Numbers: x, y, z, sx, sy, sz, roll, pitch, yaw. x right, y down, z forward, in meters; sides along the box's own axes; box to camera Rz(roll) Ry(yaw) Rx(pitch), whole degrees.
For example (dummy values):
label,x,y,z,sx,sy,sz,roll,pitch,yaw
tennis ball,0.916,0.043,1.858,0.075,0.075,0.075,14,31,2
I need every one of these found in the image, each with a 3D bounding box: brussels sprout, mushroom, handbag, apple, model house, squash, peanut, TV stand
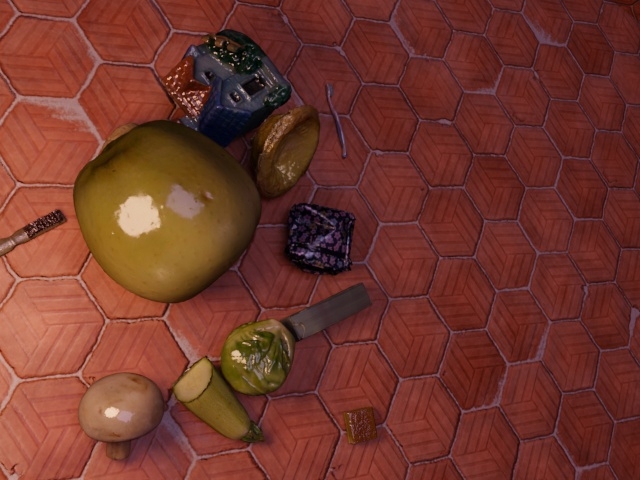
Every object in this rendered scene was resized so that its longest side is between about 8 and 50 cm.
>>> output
label,x,y,z,sx,sy,sz,roll,pitch,yaw
brussels sprout,-0.175,0.324,1.711,0.223,0.161,0.223,13,54,-18
mushroom,-0.494,0.445,1.539,0.207,0.207,0.215,1,107,-23
handbag,0.000,0.000,1.890,0.228,0.126,0.208,13,78,-20
apple,-0.388,-0.075,1.564,0.473,0.473,0.474,6,74,-22
model house,-0.317,-0.417,1.758,0.329,0.251,0.295,-39,93,-39
squash,-0.266,0.462,1.656,0.137,0.137,0.288,-41,97,-27
peanut,-0.504,-0.282,1.755,0.236,0.110,0.120,-29,76,-29
TV stand,0.018,0.217,1.861,0.269,0.088,0.083,-22,87,-27

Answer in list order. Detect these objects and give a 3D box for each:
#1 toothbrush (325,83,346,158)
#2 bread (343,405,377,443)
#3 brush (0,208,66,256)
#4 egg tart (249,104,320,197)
label,x,y,z,sx,sy,sz,roll,pitch,yaw
toothbrush,0.054,-0.403,2.079,0.027,0.021,0.269,-9,81,-20
bread,0.120,0.550,1.847,0.090,0.035,0.095,-5,78,-25
brush,-0.782,-0.010,1.602,0.248,0.036,0.043,-33,87,-27
egg tart,-0.116,-0.279,1.855,0.120,0.315,0.315,31,62,19
